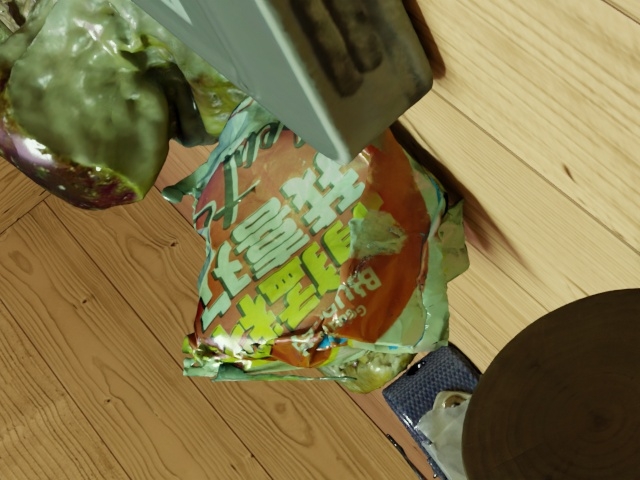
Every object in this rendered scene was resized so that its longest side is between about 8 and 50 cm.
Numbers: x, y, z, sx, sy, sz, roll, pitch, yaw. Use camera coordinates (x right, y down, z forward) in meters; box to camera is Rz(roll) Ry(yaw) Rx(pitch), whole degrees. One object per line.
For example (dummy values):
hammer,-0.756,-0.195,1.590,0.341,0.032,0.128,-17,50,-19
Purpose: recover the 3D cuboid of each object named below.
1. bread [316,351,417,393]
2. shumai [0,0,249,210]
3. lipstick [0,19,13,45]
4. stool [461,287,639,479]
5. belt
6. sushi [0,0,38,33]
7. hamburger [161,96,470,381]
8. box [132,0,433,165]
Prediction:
bread,0.026,0.084,1.807,0.186,0.124,0.257,54,170,-22
shumai,-0.203,-0.169,1.394,0.304,0.263,0.309,43,169,37
lipstick,-0.331,-0.197,1.566,0.312,0.051,0.051,45,169,9
stool,0.212,0.176,0.912,0.179,0.179,0.264,43,170,47
belt,0.163,0.237,1.728,0.230,0.126,0.139,55,174,-21
sushi,-0.309,-0.316,1.666,0.350,0.171,0.211,39,166,53
hamburger,0.006,-0.005,1.242,0.150,0.260,0.276,25,-131,-45
box,-0.120,-0.267,0.988,0.396,0.111,0.396,41,166,44
